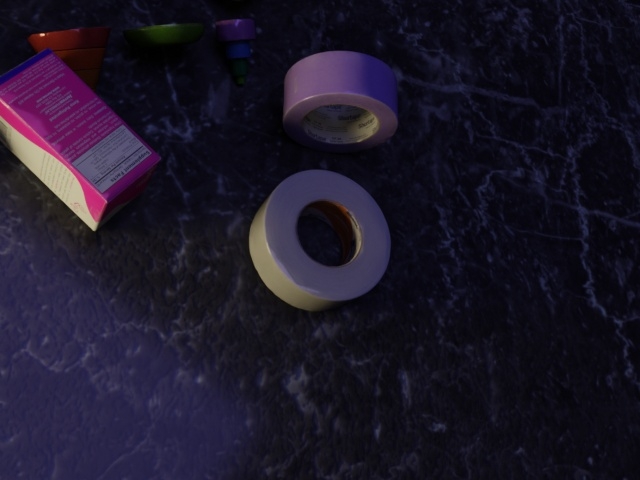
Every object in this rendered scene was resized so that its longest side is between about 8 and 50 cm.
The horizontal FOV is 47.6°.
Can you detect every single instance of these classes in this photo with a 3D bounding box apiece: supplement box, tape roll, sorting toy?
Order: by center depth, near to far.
[{"bbox_3d":[-0.349,-0.138,1.018,0.220,0.111,0.114,46,57,-4],"label":"supplement box"},{"bbox_3d":[-0.261,-0.274,1.141,0.365,0.127,0.126,-14,106,-32],"label":"sorting toy"},{"bbox_3d":[0.000,0.000,1.156,0.219,0.072,0.219,10,66,-23],"label":"tape roll"},{"bbox_3d":[0.033,-0.223,1.191,0.189,0.189,0.080,9,67,-23],"label":"tape roll"}]
